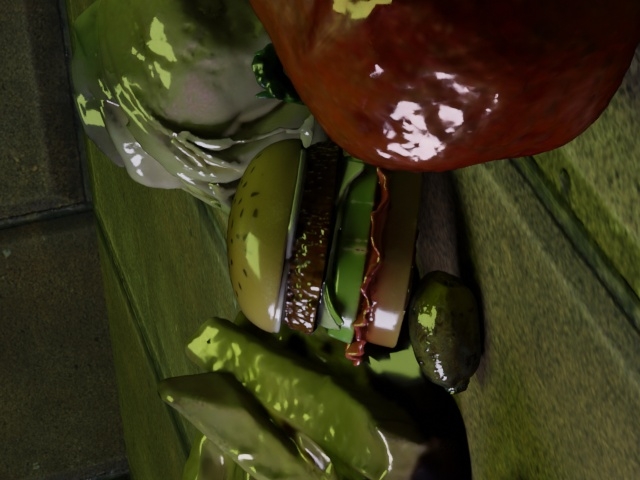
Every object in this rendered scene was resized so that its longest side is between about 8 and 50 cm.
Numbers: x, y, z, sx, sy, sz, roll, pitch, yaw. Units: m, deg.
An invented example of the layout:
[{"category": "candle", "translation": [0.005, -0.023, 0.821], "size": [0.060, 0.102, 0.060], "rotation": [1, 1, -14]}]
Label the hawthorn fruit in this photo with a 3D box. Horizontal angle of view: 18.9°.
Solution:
[{"category": "hawthorn fruit", "translation": [0.076, -0.148, 0.917], "size": [0.243, 0.207, 0.207], "rotation": [128, 128, -68]}]

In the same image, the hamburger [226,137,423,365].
[{"category": "hamburger", "translation": [0.001, -0.003, 1.387], "size": [0.175, 0.137, 0.175], "rotation": [-171, 90, -88]}]

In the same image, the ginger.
[{"category": "ginger", "translation": [-0.023, 0.190, 1.615], "size": [0.413, 0.211, 0.358], "rotation": [104, 149, -62]}]

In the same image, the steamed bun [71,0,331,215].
[{"category": "steamed bun", "translation": [-0.120, -0.151, 1.708], "size": [0.280, 0.207, 0.268], "rotation": [-143, 42, -73]}]

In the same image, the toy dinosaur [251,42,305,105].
[{"category": "toy dinosaur", "translation": [0.045, -0.132, 1.324], "size": [0.292, 0.120, 0.079], "rotation": [-12, 79, 54]}]

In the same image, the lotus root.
[{"category": "lotus root", "translation": [0.088, 0.068, 1.362], "size": [0.054, 0.049, 0.099], "rotation": [-127, 24, -59]}]
